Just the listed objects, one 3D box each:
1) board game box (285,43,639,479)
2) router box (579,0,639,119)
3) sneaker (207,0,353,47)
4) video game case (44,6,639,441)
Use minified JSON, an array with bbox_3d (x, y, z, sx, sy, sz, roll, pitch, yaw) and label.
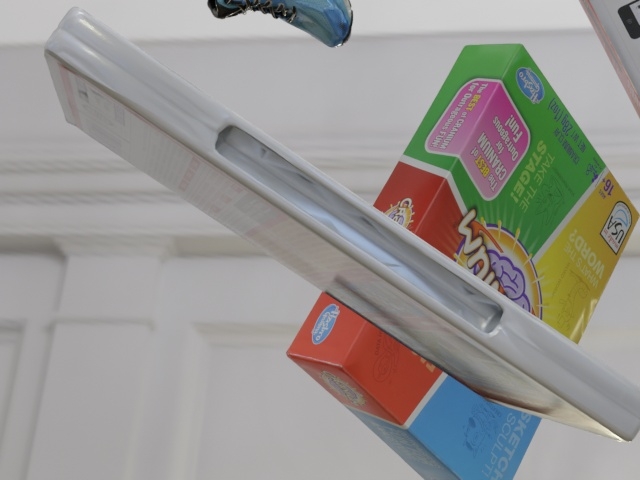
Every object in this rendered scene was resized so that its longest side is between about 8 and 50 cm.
[{"bbox_3d":[0.135,0.032,1.032,0.064,0.316,0.242,7,-30,47],"label":"board game box"},{"bbox_3d":[0.505,-0.273,1.445,0.335,0.301,0.082,-24,-19,9],"label":"router box"},{"bbox_3d":[-0.052,-0.186,0.928,0.162,0.073,0.063,29,-23,-2],"label":"sneaker"},{"bbox_3d":[0.000,0.000,0.582,0.285,0.025,0.204,34,-7,-6],"label":"video game case"}]
